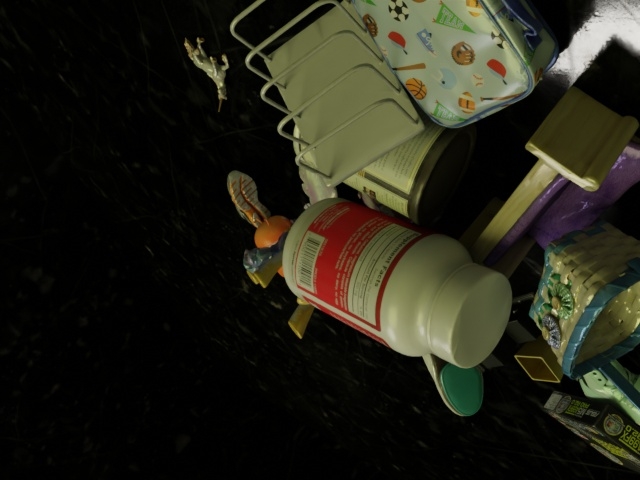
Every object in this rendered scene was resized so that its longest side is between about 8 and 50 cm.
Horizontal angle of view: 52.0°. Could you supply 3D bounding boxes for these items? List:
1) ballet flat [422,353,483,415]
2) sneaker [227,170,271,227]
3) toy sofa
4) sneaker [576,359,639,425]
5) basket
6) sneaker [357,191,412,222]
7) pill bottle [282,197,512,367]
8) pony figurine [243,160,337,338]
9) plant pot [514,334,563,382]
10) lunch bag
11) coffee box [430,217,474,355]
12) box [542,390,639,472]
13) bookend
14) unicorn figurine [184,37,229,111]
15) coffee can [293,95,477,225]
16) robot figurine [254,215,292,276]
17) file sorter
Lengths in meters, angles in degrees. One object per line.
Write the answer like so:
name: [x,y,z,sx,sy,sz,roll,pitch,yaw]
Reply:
ballet flat: [0.325,0.298,1.772,0.139,0.139,0.400,4,131,52]
sneaker: [-0.225,-0.119,1.928,0.083,0.084,0.215,25,151,41]
toy sofa: [0.379,-0.059,1.087,0.177,0.150,0.362,38,154,11]
sneaker: [0.633,0.301,1.340,0.256,0.094,0.151,8,145,53]
basket: [0.473,0.132,1.019,0.289,0.201,0.255,45,150,40]
sneaker: [0.113,-0.127,1.432,0.236,0.095,0.104,51,161,-20]
pill bottle: [0.135,0.075,1.228,0.407,0.229,0.229,24,149,43]
pony figurine: [0.000,0.000,1.566,0.351,0.363,0.303,47,167,29]
plant pot: [0.505,0.258,1.475,0.081,0.083,0.081,49,154,-16]
lunch bag: [0.203,-0.320,0.978,0.303,0.115,0.243,49,151,-12]
coffee box: [0.288,0.118,1.469,0.118,0.168,0.297,24,150,33]
box: [0.649,0.436,1.469,0.216,0.060,0.270,37,172,0]
bookend: [0.409,0.204,1.443,0.072,0.157,0.156,44,155,-4]
unicorn figurine: [-0.259,-0.409,1.564,0.162,0.060,0.111,53,158,15]
coffee can: [0.117,-0.179,1.211,0.275,0.201,0.201,31,152,23]
robot figurine: [-0.104,0.018,1.915,0.128,0.158,0.219,-29,110,27]
file sorter: [0.005,-0.263,1.065,0.278,0.192,0.173,64,-161,16]
